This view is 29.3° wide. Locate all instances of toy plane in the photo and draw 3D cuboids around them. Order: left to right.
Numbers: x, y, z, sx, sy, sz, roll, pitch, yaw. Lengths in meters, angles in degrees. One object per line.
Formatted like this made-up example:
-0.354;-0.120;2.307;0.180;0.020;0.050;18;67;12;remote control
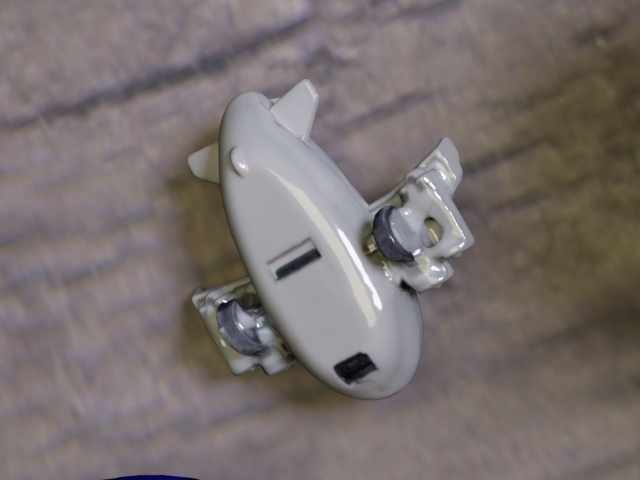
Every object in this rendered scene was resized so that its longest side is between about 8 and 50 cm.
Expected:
-0.001;0.001;0.629;0.174;0.080;0.174;4;99;26;toy plane

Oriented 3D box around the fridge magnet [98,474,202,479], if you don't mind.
-0.087;0.253;0.621;0.265;0.112;0.265;0;89;9;fridge magnet
